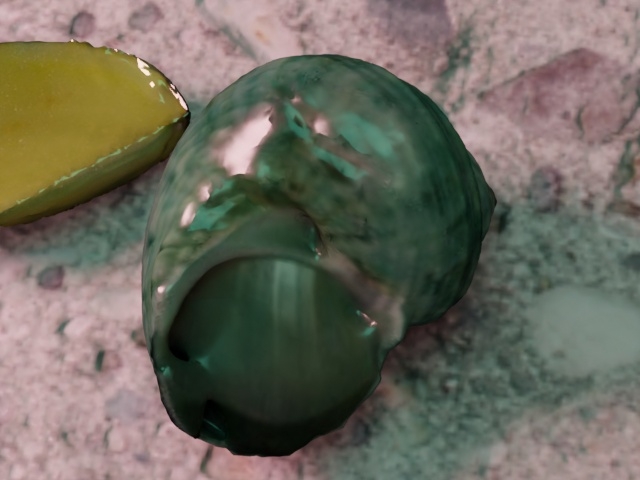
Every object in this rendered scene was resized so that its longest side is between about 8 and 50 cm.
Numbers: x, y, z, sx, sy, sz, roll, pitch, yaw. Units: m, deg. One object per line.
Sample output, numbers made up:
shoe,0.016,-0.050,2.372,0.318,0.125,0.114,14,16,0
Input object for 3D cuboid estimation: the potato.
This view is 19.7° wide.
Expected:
potato,-0.174,-0.055,1.044,0.198,0.054,0.119,-16,61,-8

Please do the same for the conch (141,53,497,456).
conch,0.003,-0.001,0.967,0.202,0.134,0.196,-9,106,-6
